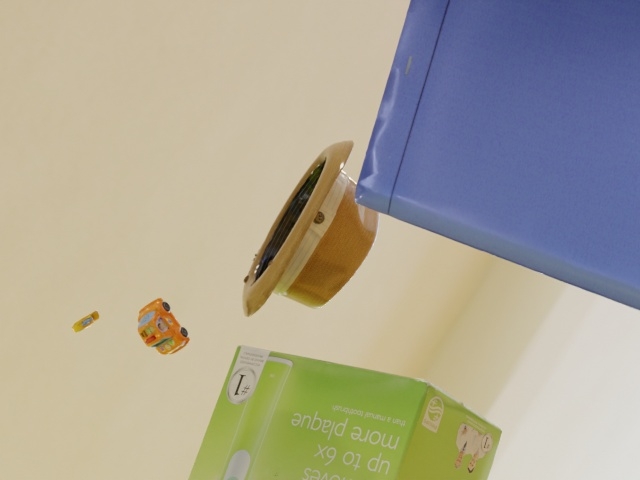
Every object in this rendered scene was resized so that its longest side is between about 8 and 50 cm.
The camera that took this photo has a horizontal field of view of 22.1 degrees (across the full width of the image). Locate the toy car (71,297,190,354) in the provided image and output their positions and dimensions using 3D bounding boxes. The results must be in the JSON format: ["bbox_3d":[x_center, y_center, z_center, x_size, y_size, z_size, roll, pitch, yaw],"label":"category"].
[{"bbox_3d":[-0.194,0.098,1.654,0.040,0.122,0.060,-40,-66,-59],"label":"toy car"}]

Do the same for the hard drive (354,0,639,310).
[{"bbox_3d":[0.189,-0.074,1.087,0.040,0.318,0.210,0,-71,-60],"label":"hard drive"}]

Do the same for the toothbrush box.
[{"bbox_3d":[-0.007,0.244,1.300,0.122,0.206,0.283,33,-109,-46],"label":"toothbrush box"}]

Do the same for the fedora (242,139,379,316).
[{"bbox_3d":[0.000,0.000,1.539,0.194,0.079,0.194,-56,10,15],"label":"fedora"}]
